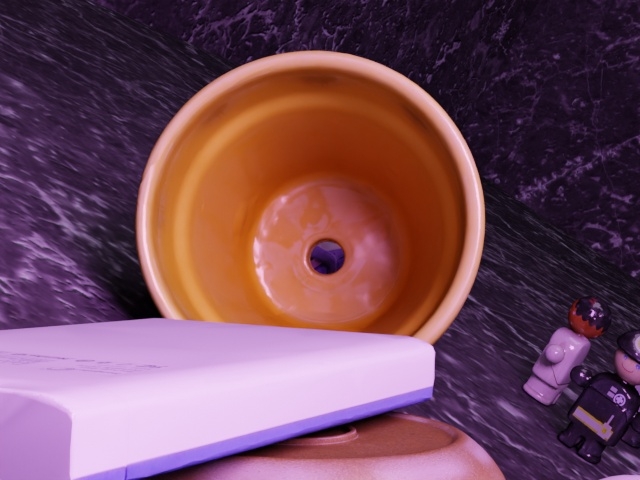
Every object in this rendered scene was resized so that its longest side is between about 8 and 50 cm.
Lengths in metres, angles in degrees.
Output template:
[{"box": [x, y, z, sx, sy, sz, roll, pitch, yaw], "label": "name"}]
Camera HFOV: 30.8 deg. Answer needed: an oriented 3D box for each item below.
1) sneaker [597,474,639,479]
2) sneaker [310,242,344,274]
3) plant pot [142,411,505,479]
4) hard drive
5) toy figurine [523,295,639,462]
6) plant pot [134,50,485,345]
[{"box": [0.099, 0.182, 0.539, 0.257, 0.169, 0.447, 32, 14, -2], "label": "sneaker"}, {"box": [-0.020, 0.018, 1.155, 0.104, 0.095, 0.236, 13, 15, -37], "label": "sneaker"}, {"box": [-0.020, 0.111, 0.603, 0.236, 0.032, 0.236, 2, -1, 0], "label": "plant pot"}, {"box": [-0.101, 0.071, 0.574, 0.210, 0.040, 0.318, 2, 0, 28], "label": "hard drive"}, {"box": [0.352, 0.165, 1.284, 0.213, 0.148, 0.209, 27, 12, -16], "label": "toy figurine"}, {"box": [0.000, 0.000, 0.943, 0.254, 0.254, 0.239, 32, -4, 8], "label": "plant pot"}]
